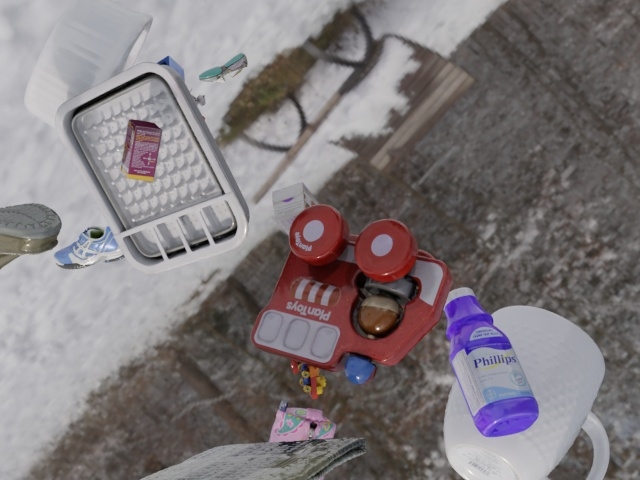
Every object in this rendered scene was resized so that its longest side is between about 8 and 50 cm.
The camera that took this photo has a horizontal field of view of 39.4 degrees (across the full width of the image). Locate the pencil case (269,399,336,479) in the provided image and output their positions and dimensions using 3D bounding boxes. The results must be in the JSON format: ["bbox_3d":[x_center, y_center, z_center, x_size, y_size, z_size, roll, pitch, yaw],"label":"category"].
[{"bbox_3d":[-0.053,0.453,1.671,0.124,0.124,0.284,141,-36,-77],"label":"pencil case"}]

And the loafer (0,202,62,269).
[{"bbox_3d":[-0.432,0.006,1.176,0.251,0.088,0.094,-1,-162,34],"label":"loafer"}]

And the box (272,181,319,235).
[{"bbox_3d":[0.000,0.000,1.710,0.067,0.324,0.063,-16,-122,16],"label":"box"}]

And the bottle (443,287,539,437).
[{"bbox_3d":[0.300,0.219,1.648,0.092,0.118,0.283,109,-29,-49],"label":"bottle"}]

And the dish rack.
[{"bbox_3d":[-0.272,-0.122,1.505,0.285,0.333,0.072,-17,-163,34],"label":"dish rack"}]

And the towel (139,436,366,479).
[{"bbox_3d":[-0.118,0.375,1.420,0.312,0.056,0.324,-10,176,25],"label":"towel"}]

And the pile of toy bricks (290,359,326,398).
[{"bbox_3d":[0.000,0.168,1.618,0.105,0.212,0.118,-12,-154,-14],"label":"pile of toy bricks"}]

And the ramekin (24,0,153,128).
[{"bbox_3d":[-0.431,-0.321,1.648,0.277,0.135,0.277,-58,-167,21],"label":"ramekin"}]

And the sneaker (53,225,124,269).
[{"bbox_3d":[-0.521,0.009,2.019,0.211,0.081,0.080,-14,-153,23],"label":"sneaker"}]

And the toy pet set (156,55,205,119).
[{"bbox_3d":[-0.267,-0.285,1.666,0.122,0.114,0.065,17,-108,45],"label":"toy pet set"}]

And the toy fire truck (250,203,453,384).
[{"bbox_3d":[0.053,0.099,1.451,0.169,0.302,0.254,42,66,-56],"label":"toy fire truck"}]

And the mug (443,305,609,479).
[{"bbox_3d":[0.442,0.377,1.859,0.328,0.374,0.276,-53,-176,-34],"label":"mug"}]

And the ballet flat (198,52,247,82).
[{"bbox_3d":[-0.208,-0.365,1.942,0.114,0.041,0.041,-27,-177,1],"label":"ballet flat"}]

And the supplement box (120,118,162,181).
[{"bbox_3d":[-0.276,-0.139,1.374,0.055,0.043,0.083,41,-59,60],"label":"supplement box"}]
